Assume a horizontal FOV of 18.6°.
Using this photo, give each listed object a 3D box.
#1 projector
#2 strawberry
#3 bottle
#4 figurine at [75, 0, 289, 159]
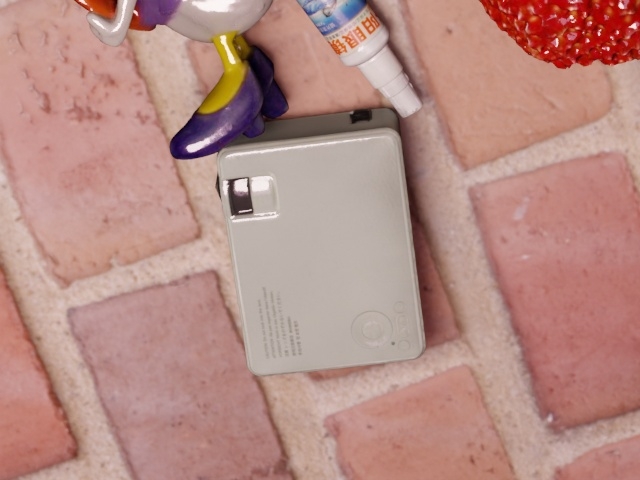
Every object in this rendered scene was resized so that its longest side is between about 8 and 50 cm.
[{"bbox_3d":[0.000,0.000,2.010,0.192,0.099,0.256,-7,112,2],"label":"projector"},{"bbox_3d":[0.273,-0.280,1.825,0.261,0.257,0.261,-2,108,-7],"label":"strawberry"},{"bbox_3d":[0.030,-0.214,1.948,0.060,0.060,0.217,-34,109,13],"label":"bottle"},{"bbox_3d":[-0.153,-0.278,1.869,0.193,0.154,0.421,-32,107,13],"label":"figurine"}]
